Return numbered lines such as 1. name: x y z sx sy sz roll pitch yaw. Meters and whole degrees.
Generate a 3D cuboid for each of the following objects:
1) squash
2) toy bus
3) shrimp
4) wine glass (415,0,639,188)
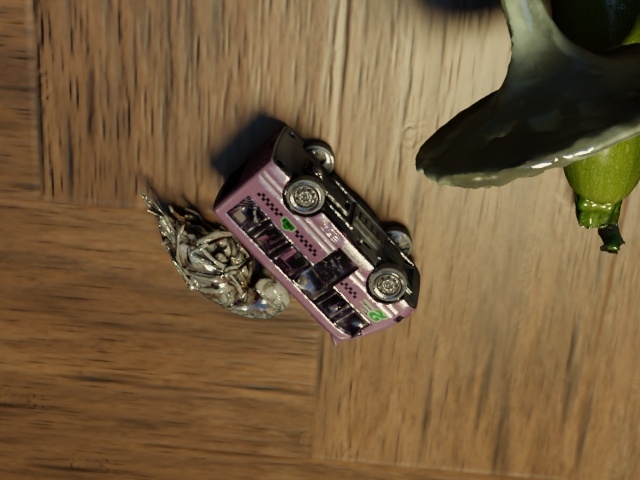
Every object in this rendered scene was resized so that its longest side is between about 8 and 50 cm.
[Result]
1. squash: 0.217 -0.135 0.920 0.087 0.087 0.332 -3 119 5
2. toy bus: 0.000 0.000 1.000 0.098 0.087 0.178 -38 106 22
3. shrimp: -0.093 0.012 1.028 0.065 0.057 0.165 -25 124 32
4. wine glass: 0.083 -0.256 0.738 0.267 0.267 0.406 -22 107 14
